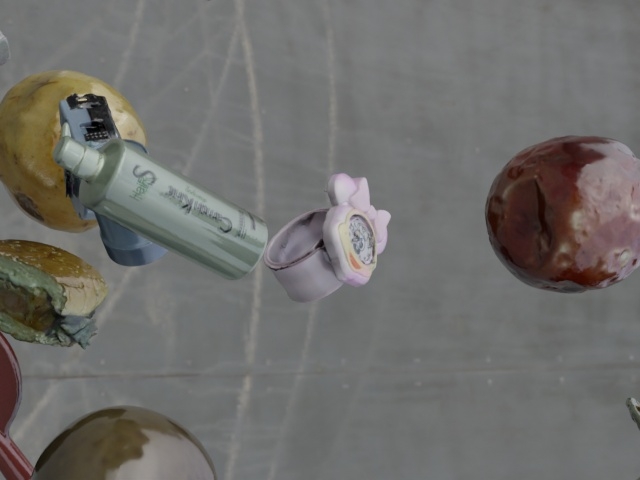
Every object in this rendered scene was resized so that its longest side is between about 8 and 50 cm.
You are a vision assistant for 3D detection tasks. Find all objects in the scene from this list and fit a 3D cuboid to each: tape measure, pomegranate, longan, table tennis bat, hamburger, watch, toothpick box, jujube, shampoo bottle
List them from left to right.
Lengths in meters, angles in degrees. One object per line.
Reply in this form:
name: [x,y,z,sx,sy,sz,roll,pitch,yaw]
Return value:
table tennis bat: [-0.524,0.234,1.430,0.310,0.200,0.038,59,7,-10]
hamburger: [-0.474,0.074,1.587,0.211,0.309,0.132,-4,112,-70]
pomegranate: [-0.505,-0.183,1.967,0.332,0.333,0.332,-5,90,-71]
tape measure: [-0.388,-0.127,1.648,0.182,0.107,0.181,103,-32,-42]
longan: [-0.252,0.341,1.252,0.258,0.258,0.257,-5,90,-71]
toothpick box: [-0.268,-0.051,1.345,0.101,0.101,0.153,-75,163,-44]
shampoo bottle: [-0.181,-0.041,1.082,0.262,0.085,0.085,30,53,-35]
watch: [0.000,0.000,2.003,0.210,0.218,0.248,56,35,-29]
jujube: [0.270,-0.027,0.969,0.236,0.168,0.168,-5,90,-49]

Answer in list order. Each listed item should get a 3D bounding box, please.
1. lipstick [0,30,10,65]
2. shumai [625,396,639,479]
lipstick: [-0.520,-0.349,1.240,0.317,0.066,0.068,50,-20,6]
shumai: [0.352,0.334,0.937,0.395,0.395,0.348,-56,163,-61]
